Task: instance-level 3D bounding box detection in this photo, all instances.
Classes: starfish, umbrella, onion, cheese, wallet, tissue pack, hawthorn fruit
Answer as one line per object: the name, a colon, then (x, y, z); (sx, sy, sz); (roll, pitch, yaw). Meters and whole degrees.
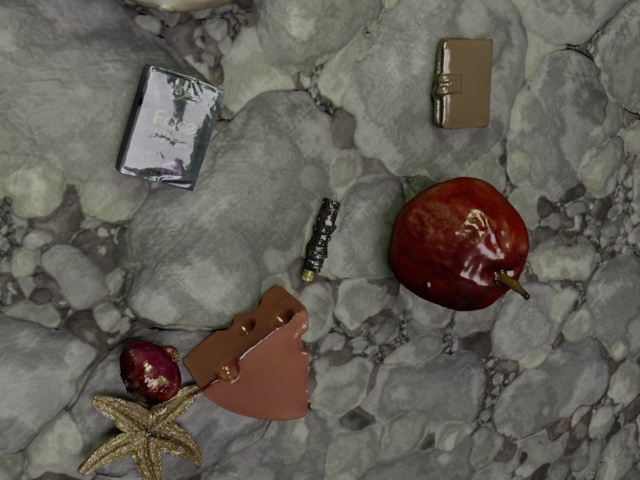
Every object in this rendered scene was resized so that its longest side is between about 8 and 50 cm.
starfish: (-0.270, 0.310, 1.111); (0.241, 0.043, 0.227); (-34, 122, -18)
umbrella: (0.000, 0.000, 1.148); (0.037, 0.040, 0.143); (9, 104, -39)
onion: (-0.254, 0.197, 1.042); (0.097, 0.107, 0.107); (-38, 121, -5)
cheese: (-0.119, 0.196, 1.101); (0.177, 0.128, 0.202); (-10, 113, -25)
wallet: (0.244, -0.268, 1.184); (0.118, 0.039, 0.152); (-6, 106, -28)
tissue pack: (-0.213, -0.158, 0.973); (0.112, 0.051, 0.156); (14, 101, -30)
hawthorn fruit: (0.258, 0.022, 1.167); (0.230, 0.266, 0.210); (-55, 141, 3)

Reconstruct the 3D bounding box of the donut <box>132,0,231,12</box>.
donut: (-0.182, -0.470, 0.826); (0.383, 0.142, 0.382); (-10, 112, -26)
